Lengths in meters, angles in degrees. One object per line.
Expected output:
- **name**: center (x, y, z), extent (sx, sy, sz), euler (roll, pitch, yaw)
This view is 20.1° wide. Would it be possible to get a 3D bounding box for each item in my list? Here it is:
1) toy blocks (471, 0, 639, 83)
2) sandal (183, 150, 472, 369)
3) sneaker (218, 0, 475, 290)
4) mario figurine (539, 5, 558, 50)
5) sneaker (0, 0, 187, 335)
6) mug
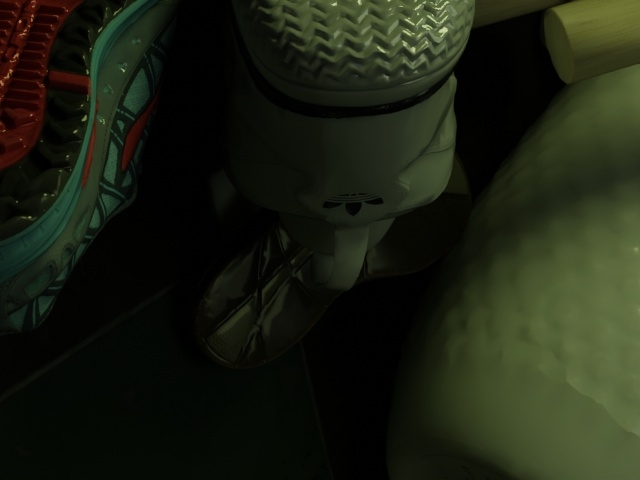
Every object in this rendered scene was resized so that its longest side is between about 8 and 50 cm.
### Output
- **toy blocks**: center (0.196, -0.274, 1.027), extent (0.260, 0.288, 0.309), euler (-16, 107, -8)
- **sandal**: center (0.000, 0.000, 1.023), extent (0.219, 0.060, 0.090), euler (-38, 115, -31)
- **sneaker**: center (0.000, -0.154, 0.947), extent (0.210, 0.137, 0.366), euler (94, -7, -50)
- **mario figurine**: center (0.264, -0.087, 1.267), extent (0.170, 0.198, 0.320), euler (-96, 176, -51)
- **sneaker**: center (-0.125, -0.068, 0.831), extent (0.125, 0.104, 0.262), euler (93, 15, -50)
- **mug**: center (0.214, 0.096, 1.143), extent (0.328, 0.276, 0.374), euler (-49, 137, -27)
